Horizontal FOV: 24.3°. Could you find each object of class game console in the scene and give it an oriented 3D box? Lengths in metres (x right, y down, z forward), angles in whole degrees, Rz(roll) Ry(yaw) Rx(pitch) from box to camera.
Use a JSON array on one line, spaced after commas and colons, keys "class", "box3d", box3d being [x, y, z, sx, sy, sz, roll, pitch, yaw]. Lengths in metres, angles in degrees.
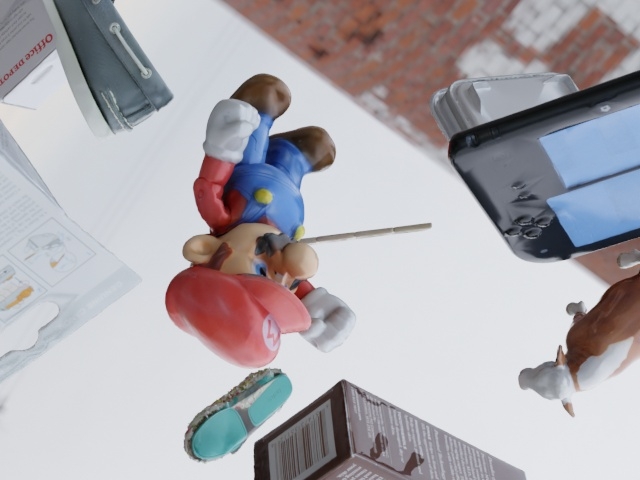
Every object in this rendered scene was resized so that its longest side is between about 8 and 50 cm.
[{"class": "game console", "box3d": [0.381, -0.097, 1.815, 0.386, 0.342, 0.060, -19, -117, 16]}]

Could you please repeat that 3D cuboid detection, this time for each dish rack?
[{"class": "dish rack", "box3d": [0.353, -0.144, 2.344, 0.333, 0.285, 0.072, 65, -34, 29]}]

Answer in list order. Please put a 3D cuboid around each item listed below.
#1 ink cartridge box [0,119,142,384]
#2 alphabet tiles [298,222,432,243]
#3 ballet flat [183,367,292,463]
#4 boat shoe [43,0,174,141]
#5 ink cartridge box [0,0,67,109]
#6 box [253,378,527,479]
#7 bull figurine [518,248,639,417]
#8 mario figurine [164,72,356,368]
[{"class": "ink cartridge box", "box3d": [-0.431, -0.004, 1.604, 0.308, 0.385, 0.091, -35, -143, 13]}, {"class": "alphabet tiles", "box3d": [0.000, 0.000, 1.612, 0.198, 0.237, 0.009, 3, 79, -88]}, {"class": "ballet flat", "box3d": [-0.140, 0.275, 2.318, 0.077, 0.091, 0.241, -1, -159, 44]}, {"class": "boat shoe", "box3d": [-0.242, -0.264, 1.579, 0.099, 0.320, 0.116, -20, 165, 3]}, {"class": "ink cartridge box", "box3d": [-0.408, -0.296, 2.037, 0.139, 0.191, 0.082, -38, 159, 21]}, {"class": "box", "box3d": [0.110, 0.355, 2.082, 0.191, 0.381, 0.143, -38, -143, 29]}, {"class": "bull figurine", "box3d": [0.407, 0.114, 2.054, 0.310, 0.101, 0.188, -38, -168, 8]}, {"class": "mario figurine", "box3d": [-0.036, -0.017, 1.431, 0.170, 0.198, 0.321, 119, -15, -47]}]
